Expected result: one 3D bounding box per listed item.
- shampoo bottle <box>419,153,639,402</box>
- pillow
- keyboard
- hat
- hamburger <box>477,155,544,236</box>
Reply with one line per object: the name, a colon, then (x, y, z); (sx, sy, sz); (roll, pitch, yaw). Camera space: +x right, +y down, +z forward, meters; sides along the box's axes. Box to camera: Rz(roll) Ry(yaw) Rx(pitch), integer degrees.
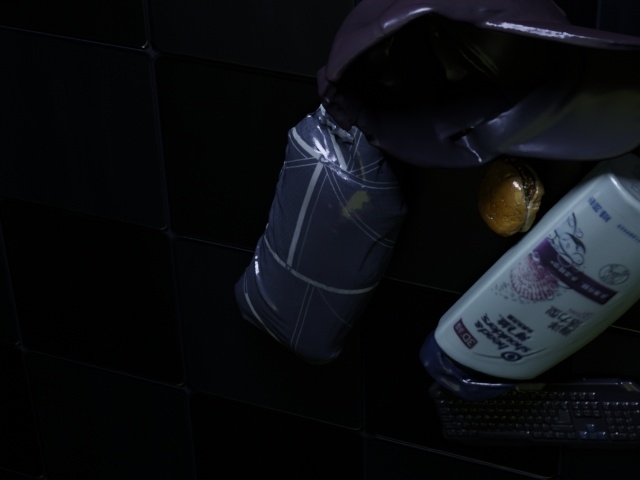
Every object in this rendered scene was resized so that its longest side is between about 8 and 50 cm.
shampoo bottle: (0.251, 0.057, 1.627); (0.134, 0.078, 0.359); (35, 131, -7)
pillow: (0.000, 0.000, 1.701); (0.161, 0.092, 0.335); (29, 130, 10)
keyboard: (0.256, 0.202, 1.768); (0.262, 0.016, 0.106); (-3, 121, 28)
hat: (0.169, -0.201, 1.453); (0.336, 0.209, 0.238); (-2, 145, 7)
hamburger: (0.198, -0.047, 1.589); (0.083, 0.044, 0.076); (102, 149, -41)
